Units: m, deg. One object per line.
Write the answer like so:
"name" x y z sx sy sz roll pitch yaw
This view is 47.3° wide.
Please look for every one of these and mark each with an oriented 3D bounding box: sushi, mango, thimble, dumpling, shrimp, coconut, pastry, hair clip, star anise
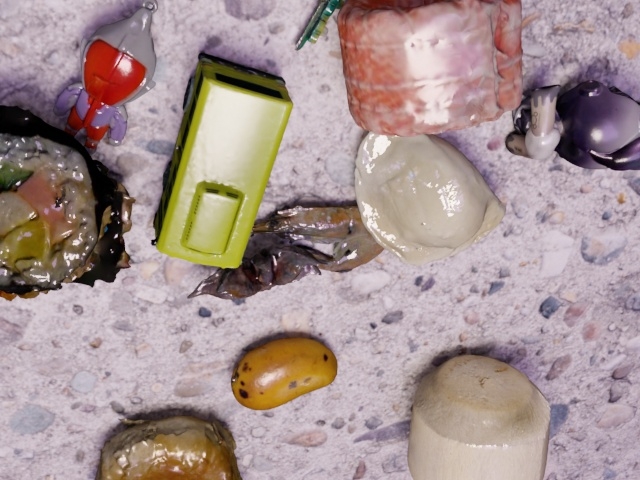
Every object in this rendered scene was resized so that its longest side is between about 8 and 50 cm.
"sushi" -0.356 -0.031 0.925 0.238 0.219 0.225 24 86 11
"mango" -0.058 0.211 1.178 0.178 0.090 0.115 -16 129 -10
"thimble" 0.135 -0.234 0.910 0.239 0.239 0.162 -12 115 -8
"dumpling" 0.145 -0.061 1.069 0.252 0.131 0.179 40 108 -23
"shrimp" 0.000 0.000 1.112 0.223 0.047 0.126 1 126 -16
"coconut" 0.268 0.342 1.246 0.237 0.237 0.265 -2 118 -13
"pastry" -0.250 0.394 1.209 0.236 0.121 0.257 -14 121 -3
"hair clip" 0.016 -0.321 0.947 0.049 0.049 0.173 20 109 -23
"star anise" -0.095 0.048 1.050 0.181 0.204 0.061 -15 87 -29

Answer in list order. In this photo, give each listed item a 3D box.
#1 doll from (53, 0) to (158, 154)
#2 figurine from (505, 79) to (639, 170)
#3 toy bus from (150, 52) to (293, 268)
"doll" -0.261 -0.206 0.917 0.102 0.075 0.227 27 117 -15
"figurine" 0.402 -0.164 1.073 0.222 0.145 0.145 -2 117 -8
"toy bus" -0.135 -0.095 0.965 0.128 0.150 0.262 13 113 -18
